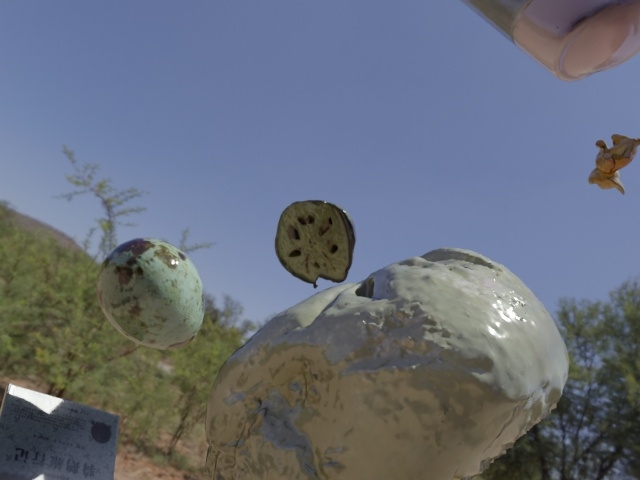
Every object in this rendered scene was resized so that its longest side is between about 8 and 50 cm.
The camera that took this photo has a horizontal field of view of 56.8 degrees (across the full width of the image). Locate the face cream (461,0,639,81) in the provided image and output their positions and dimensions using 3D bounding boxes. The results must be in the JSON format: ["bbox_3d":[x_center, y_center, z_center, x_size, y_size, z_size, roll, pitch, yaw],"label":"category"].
[{"bbox_3d":[0.185,-0.244,0.555,0.073,0.107,0.269,68,-4,-48],"label":"face cream"}]

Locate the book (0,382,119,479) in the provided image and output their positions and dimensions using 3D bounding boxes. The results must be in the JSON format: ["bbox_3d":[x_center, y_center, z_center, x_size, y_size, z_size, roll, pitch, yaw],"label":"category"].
[{"bbox_3d":[-0.437,0.398,0.963,0.021,0.310,0.217,-39,-51,23],"label":"book"}]

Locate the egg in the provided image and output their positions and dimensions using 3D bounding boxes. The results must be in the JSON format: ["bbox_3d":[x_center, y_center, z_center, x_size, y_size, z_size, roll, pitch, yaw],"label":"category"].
[{"bbox_3d":[-0.285,0.098,1.023,0.169,0.169,0.231,14,-39,38],"label":"egg"}]

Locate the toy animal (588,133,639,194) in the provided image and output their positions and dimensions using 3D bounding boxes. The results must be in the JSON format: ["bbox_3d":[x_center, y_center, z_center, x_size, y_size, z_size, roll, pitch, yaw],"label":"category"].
[{"bbox_3d":[0.408,-0.103,0.810,0.081,0.060,0.083,-20,-44,16],"label":"toy animal"}]

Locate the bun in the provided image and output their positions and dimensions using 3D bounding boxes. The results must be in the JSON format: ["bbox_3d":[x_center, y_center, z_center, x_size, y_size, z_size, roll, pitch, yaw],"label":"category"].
[{"bbox_3d":[0.038,0.149,0.533,0.211,0.359,0.360,51,-6,23],"label":"bun"}]

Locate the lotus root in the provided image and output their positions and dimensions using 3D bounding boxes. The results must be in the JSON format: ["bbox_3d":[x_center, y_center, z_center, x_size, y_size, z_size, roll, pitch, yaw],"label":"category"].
[{"bbox_3d":[0.001,-0.004,1.266,0.183,0.078,0.204,26,-60,18],"label":"lotus root"}]
